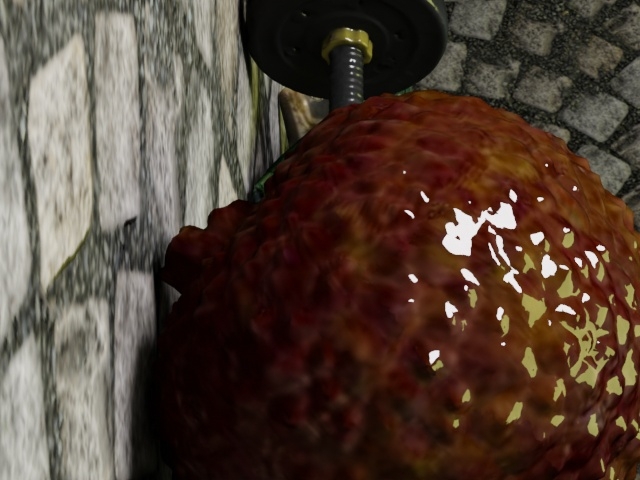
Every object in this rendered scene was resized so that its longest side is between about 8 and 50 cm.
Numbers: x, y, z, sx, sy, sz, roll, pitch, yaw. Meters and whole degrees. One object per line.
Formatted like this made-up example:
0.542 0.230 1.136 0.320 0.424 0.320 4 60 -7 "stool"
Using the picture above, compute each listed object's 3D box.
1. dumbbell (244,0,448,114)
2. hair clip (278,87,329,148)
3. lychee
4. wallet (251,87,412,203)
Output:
0.019 -0.210 1.311 0.143 0.143 0.325 82 8 -57 "dumbbell"
0.000 0.000 1.544 0.106 0.084 0.292 -43 139 -60 "hair clip"
0.043 0.056 0.902 0.260 0.261 0.260 -1 90 -85 "lychee"
0.019 -0.022 1.403 0.236 0.055 0.160 -46 136 -52 "wallet"
